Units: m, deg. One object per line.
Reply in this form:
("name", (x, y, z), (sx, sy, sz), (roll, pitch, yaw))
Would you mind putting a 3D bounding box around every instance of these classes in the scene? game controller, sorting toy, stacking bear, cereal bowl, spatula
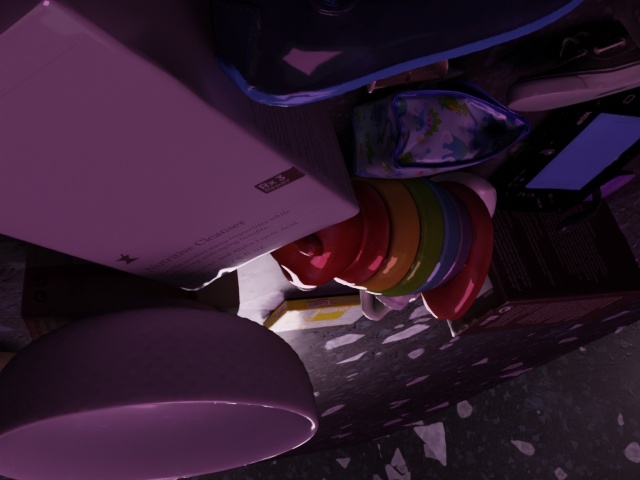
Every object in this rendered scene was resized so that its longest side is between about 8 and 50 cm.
("game controller", (0.370, -0.130, 0.982), (0.167, 0.067, 0.319), (-7, 154, -24))
("sorting toy", (0.085, -0.188, 0.680), (0.083, 0.044, 0.075), (-12, 149, -18))
("stacking bear", (0.059, -0.005, 0.833), (0.289, 0.175, 0.164), (2, 128, -42))
("cereal bowl", (-0.177, 0.158, 0.759), (0.339, 0.141, 0.339), (-7, 151, -4))
("spatula", (0.443, -0.060, 1.147), (0.084, 0.030, 0.296), (-41, 172, 40))

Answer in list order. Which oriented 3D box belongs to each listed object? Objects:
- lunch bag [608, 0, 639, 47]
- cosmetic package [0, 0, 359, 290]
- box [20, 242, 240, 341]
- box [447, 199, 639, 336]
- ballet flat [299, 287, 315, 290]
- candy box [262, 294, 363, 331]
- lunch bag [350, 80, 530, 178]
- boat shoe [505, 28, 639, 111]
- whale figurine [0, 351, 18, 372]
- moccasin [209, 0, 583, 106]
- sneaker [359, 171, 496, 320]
("lunch bag", (0.474, -0.247, 0.679), (0.287, 0.168, 0.235), (-8, 155, -36))
("cosmetic package", (-0.152, -0.096, 0.562), (0.217, 0.156, 0.385), (-26, 157, 22))
("box", (-0.221, 0.055, 0.841), (0.233, 0.126, 0.148), (-2, 152, -14))
("box", (0.365, 0.038, 1.197), (0.382, 0.191, 0.143), (-1, 151, -33))
("ballet flat", (0.000, 0.000, 0.979), (0.086, 0.086, 0.248), (-10, 155, -19))
("candy box", (0.002, 0.139, 1.355), (0.206, 0.027, 0.105), (-2, 154, -33))
("lunch bag", (0.123, -0.115, 0.747), (0.151, 0.096, 0.129), (-2, -175, -16))
("boat shoe", (0.296, -0.194, 0.784), (0.219, 0.070, 0.078), (-15, 179, -20))
("whale figurine", (-0.554, 0.274, 1.105), (0.272, 0.141, 0.216), (-30, 155, 26))
("moccasin", (0.087, -0.199, 0.488), (0.342, 0.138, 0.116), (-30, 137, -22))
("sneaker", (0.153, 0.020, 1.032), (0.114, 0.152, 0.305), (26, 141, -11))
